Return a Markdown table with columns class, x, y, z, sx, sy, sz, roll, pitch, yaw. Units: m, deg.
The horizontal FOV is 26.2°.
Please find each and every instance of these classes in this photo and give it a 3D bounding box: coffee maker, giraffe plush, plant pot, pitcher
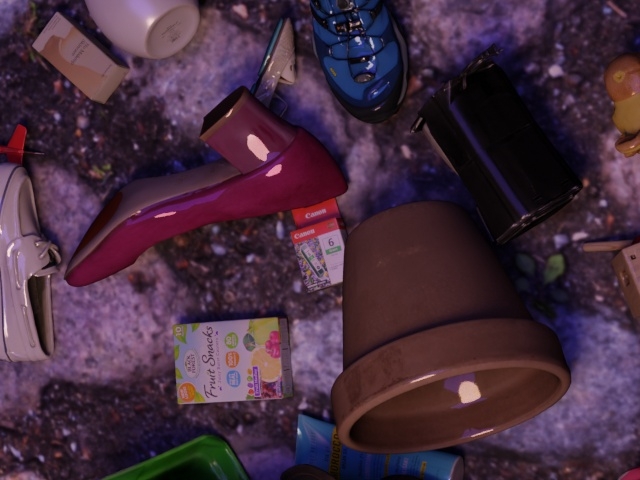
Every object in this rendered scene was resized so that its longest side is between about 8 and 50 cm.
| class | x | y | z | sx | sy | sz | roll | pitch | yaw |
| --- | --- | --- | --- | --- | --- | --- | --- | --- | --- |
| coffee maker | 0.195 | -0.097 | 1.524 | 0.120 | 0.171 | 0.178 | -34 | 80 | -2 |
| giraffe plush | 0.382 | -0.169 | 1.471 | 0.170 | 0.181 | 0.210 | -35 | 61 | 27 |
| plant pot | 0.119 | 0.087 | 1.523 | 0.263 | 0.263 | 0.229 | -23 | 64 | 17 |
| pitcher | -0.223 | -0.338 | 1.709 | 0.178 | 0.125 | 0.207 | -41 | 65 | -2 |

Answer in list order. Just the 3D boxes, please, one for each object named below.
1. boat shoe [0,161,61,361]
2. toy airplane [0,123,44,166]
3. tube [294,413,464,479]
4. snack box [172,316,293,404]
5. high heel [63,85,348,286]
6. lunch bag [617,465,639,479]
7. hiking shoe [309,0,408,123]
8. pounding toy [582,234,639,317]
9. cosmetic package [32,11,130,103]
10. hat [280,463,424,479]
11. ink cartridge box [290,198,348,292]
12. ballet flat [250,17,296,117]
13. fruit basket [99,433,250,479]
| class | x | y | z | sx | sy | sz | roll | pitch | yaw |
| --- | --- | --- | --- | --- | --- | --- | --- | --- | --- |
| boat shoe | -0.374 | 0.028 | 1.765 | 0.084 | 0.095 | 0.258 | 2 | 100 | 15 |
| toy airplane | -0.437 | -0.121 | 1.815 | 0.151 | 0.028 | 0.151 | 0 | 90 | 19 |
| tube | 0.065 | 0.261 | 1.627 | 0.207 | 0.052 | 0.080 | 7 | 90 | 24 |
| snack box | -0.108 | 0.148 | 1.690 | 0.141 | 0.037 | 0.100 | -5 | 86 | 19 |
| high heel | -0.150 | -0.016 | 1.686 | 0.181 | 0.127 | 0.377 | 41 | 123 | -20 |
| lunch bag | 0.442 | 0.373 | 1.435 | 0.293 | 0.120 | 0.258 | 1 | 115 | 22 |
| hiking shoe | 0.020 | -0.284 | 1.607 | 0.113 | 0.132 | 0.304 | -15 | 86 | 18 |
| pounding toy | 0.369 | 0.021 | 1.493 | 0.130 | 0.141 | 0.100 | -21 | 82 | 3 |
| cosmetic package | -0.308 | -0.235 | 1.767 | 0.115 | 0.041 | 0.060 | 40 | 101 | 16 |
| hat | 0.103 | 0.353 | 1.535 | 0.134 | 0.331 | 0.331 | -31 | 76 | -25 |
| ink cartridge box | 0.000 | 0.000 | 1.662 | 0.063 | 0.029 | 0.115 | -18 | 83 | 18 |
| ballet flat | -0.058 | -0.189 | 1.683 | 0.052 | 0.057 | 0.168 | 23 | 101 | -10 |
| fruit basket | -0.091 | 0.390 | 1.541 | 0.392 | 0.283 | 0.392 | 6 | 102 | 32 |
